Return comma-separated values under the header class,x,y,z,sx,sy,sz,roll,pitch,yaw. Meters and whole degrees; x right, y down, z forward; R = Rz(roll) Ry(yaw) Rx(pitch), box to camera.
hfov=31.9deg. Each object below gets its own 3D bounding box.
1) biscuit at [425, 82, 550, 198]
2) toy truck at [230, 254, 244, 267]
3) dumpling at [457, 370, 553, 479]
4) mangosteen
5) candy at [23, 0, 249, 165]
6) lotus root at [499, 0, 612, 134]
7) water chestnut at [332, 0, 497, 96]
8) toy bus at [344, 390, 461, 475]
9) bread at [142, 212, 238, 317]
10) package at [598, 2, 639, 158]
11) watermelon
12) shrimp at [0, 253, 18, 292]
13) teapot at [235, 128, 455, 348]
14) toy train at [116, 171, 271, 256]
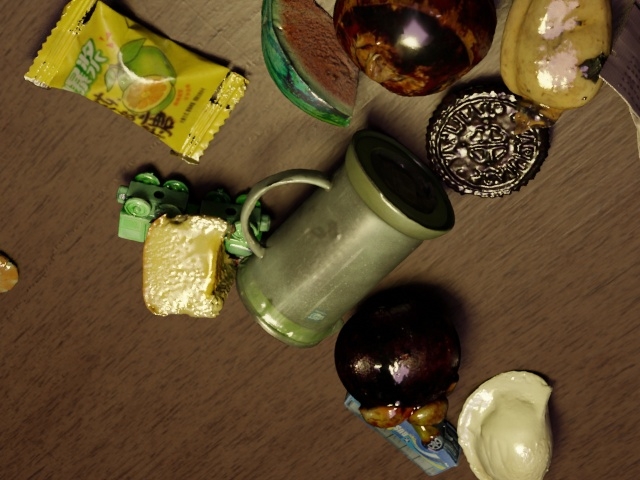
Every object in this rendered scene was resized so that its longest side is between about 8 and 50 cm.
class,x,y,z,sx,sy,sz,roll,pitch,yaw
biscuit,0.250,-0.147,1.672,0.194,0.053,0.194,4,122,7
toy truck,-0.128,0.061,1.881,0.032,0.024,0.083,-24,115,-10
dumpling,0.318,0.343,1.923,0.166,0.126,0.216,10,127,22
mangosteen,0.134,0.216,1.810,0.211,0.211,0.250,-15,96,18
candy,-0.277,-0.243,1.693,0.297,0.081,0.187,26,122,-20
lotus root,0.326,-0.271,1.524,0.154,0.140,0.257,36,129,42
water chestnut,0.134,-0.311,1.523,0.224,0.238,0.223,11,163,3
toy bus,0.144,0.315,1.956,0.236,0.079,0.094,41,121,-15
bread,-0.198,0.016,1.764,0.140,0.169,0.160,5,114,6
package,0.474,-0.180,1.528,0.062,0.204,0.251,-18,118,37
watermelon,-0.027,-0.243,1.607,0.231,0.146,0.128,41,119,-18
shrimp,-0.616,0.051,1.947,0.184,0.043,0.091,11,126,2
teapot,0.000,0.000,1.703,0.270,0.200,0.337,31,120,-25
toy train,-0.207,-0.033,1.808,0.251,0.085,0.119,14,139,-3
